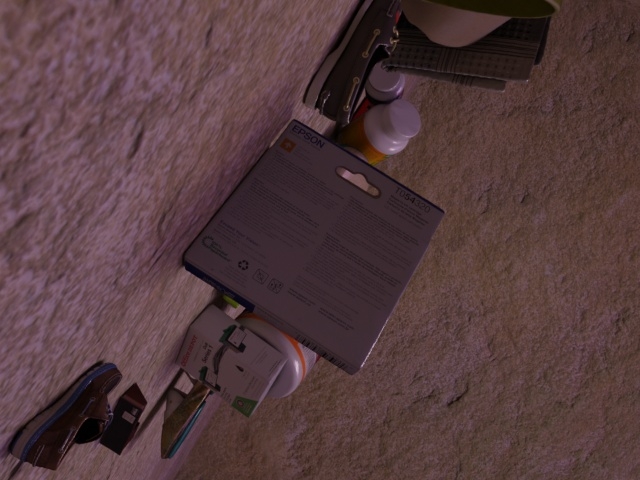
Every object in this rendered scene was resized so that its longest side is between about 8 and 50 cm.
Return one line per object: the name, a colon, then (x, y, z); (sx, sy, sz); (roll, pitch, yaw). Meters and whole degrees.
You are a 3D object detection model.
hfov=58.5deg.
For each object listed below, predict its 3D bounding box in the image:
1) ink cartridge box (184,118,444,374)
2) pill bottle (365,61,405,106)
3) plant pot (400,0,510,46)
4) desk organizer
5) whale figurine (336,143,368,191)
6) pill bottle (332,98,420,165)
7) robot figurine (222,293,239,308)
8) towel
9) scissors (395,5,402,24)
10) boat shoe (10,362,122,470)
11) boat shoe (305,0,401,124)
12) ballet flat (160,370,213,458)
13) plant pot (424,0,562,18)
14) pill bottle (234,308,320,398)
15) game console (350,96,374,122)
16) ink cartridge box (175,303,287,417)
ink cartridge box: (0.000, 0.000, 0.961); (0.330, 0.324, 0.071); (-56, 177, -28)
pill bottle: (0.167, -0.411, 1.487); (0.108, 0.108, 0.180); (-59, 176, 6)
plant pot: (0.298, -0.523, 1.027); (0.334, 0.334, 0.305); (-57, -173, -18)
desk organizer: (-0.361, 0.334, 1.069); (0.130, 0.047, 0.050); (-60, 178, 24)
whale figurine: (-0.001, -0.142, 1.469); (0.272, 0.141, 0.216); (-36, 139, -20)
pill bottle: (0.149, -0.280, 1.519); (0.246, 0.136, 0.136); (-22, -150, 57)
robot figurine: (-0.188, 0.102, 1.295); (0.101, 0.067, 0.115); (-59, 177, -34)
towel: (0.330, -0.474, 1.232); (0.312, 0.324, 0.056); (-69, 156, -14)
scissors: (0.189, -0.537, 1.417); (0.109, 0.021, 0.297); (-62, 174, 16)
boat shoe: (-0.310, 0.231, 0.743); (0.066, 0.066, 0.183); (-60, 176, 28)
boat shoe: (0.087, -0.352, 1.036); (0.305, 0.091, 0.109); (-58, 176, -3)
ballet flat: (-0.324, 0.383, 1.468); (0.348, 0.123, 0.123); (-54, 175, -17)
plant pot: (0.203, -0.458, 0.698); (0.275, 0.275, 0.293); (-47, 153, -71)
pill bottle: (-0.062, 0.202, 1.493); (0.392, 0.224, 0.224); (-44, 166, -50)
game console: (0.076, -0.270, 1.834); (0.386, 0.060, 0.342); (-57, 176, -18)
ink cartridge box: (-0.207, 0.274, 1.303); (0.092, 0.219, 0.160); (-48, 169, -51)
